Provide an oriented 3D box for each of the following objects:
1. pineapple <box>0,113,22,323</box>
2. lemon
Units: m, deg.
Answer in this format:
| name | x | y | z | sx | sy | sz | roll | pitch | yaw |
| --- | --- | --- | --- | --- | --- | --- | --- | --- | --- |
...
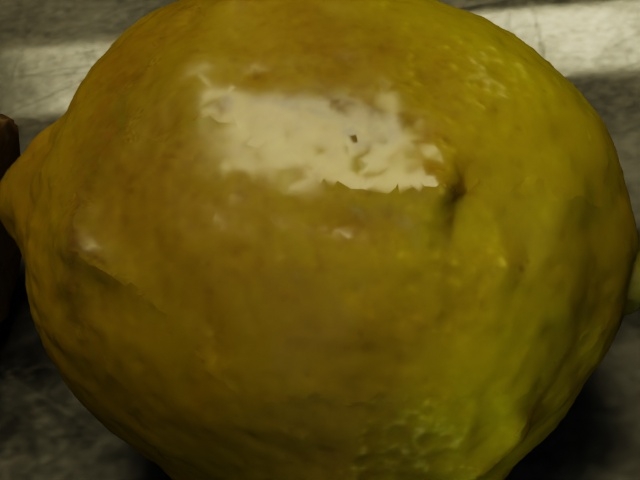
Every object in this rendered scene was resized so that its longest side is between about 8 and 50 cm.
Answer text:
| name | x | y | z | sx | sy | sz | roll | pitch | yaw |
| --- | --- | --- | --- | --- | --- | --- | --- | --- | --- |
| pineapple | -0.328 | -0.027 | 1.015 | 0.364 | 0.165 | 0.165 | 8 | 44 | 18 |
| lemon | 0.000 | 0.000 | 0.864 | 0.288 | 0.233 | 0.233 | 6 | 42 | 3 |
